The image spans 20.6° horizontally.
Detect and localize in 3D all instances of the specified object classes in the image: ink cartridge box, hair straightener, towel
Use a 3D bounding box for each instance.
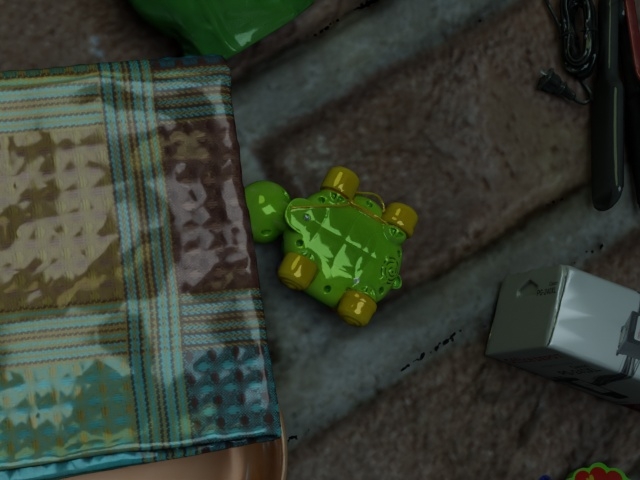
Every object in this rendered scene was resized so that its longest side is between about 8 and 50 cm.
[{"bbox_3d":[0.208,0.074,1.258,0.150,0.109,0.063,20,77,-15],"label":"ink cartridge box"},{"bbox_3d":[0.209,-0.133,1.331,0.089,0.047,0.230,1,79,-20],"label":"hair straightener"},{"bbox_3d":[-0.222,0.024,1.114,0.370,0.040,0.271,-7,81,-11],"label":"towel"}]

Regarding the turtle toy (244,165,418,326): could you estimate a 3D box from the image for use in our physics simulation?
[{"bbox_3d":[0.000,0.000,1.220,0.130,0.066,0.095,31,71,-11],"label":"turtle toy"}]

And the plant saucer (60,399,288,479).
[{"bbox_3d":[-0.120,0.142,1.165,0.200,0.037,0.200,4,78,-19],"label":"plant saucer"}]

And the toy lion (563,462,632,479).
[{"bbox_3d":[0.216,0.208,1.280,0.100,0.034,0.096,-6,74,-21],"label":"toy lion"}]

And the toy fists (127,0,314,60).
[{"bbox_3d":[-0.029,-0.241,1.241,0.279,0.096,0.142,-34,108,-22],"label":"toy fists"}]

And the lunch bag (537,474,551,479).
[{"bbox_3d":[0.138,0.259,1.207,0.151,0.096,0.129,-40,95,8],"label":"lunch bag"}]
